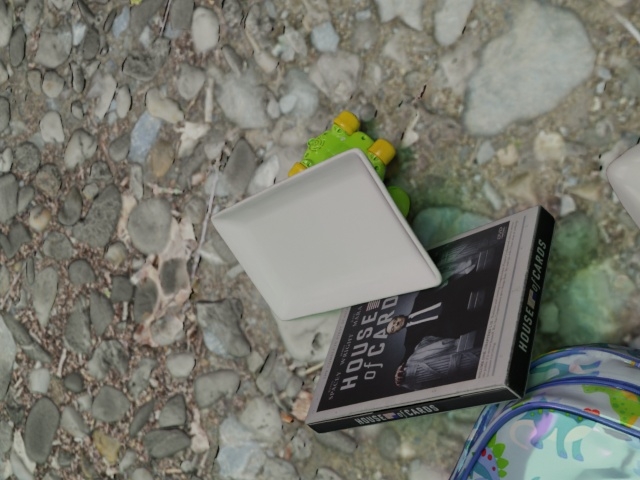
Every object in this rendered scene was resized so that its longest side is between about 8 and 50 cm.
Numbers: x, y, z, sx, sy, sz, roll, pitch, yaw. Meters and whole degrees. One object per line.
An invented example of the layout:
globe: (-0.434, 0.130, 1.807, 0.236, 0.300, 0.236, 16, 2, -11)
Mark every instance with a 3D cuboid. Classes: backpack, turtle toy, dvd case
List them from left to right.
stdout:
turtle toy: (0.036, -0.063, 0.835, 0.130, 0.066, 0.095, 41, 86, 17)
dvd case: (0.093, 0.076, 0.733, 0.239, 0.030, 0.179, -23, 37, 46)
backpack: (0.218, 0.259, 0.679, 0.290, 0.273, 0.355, 24, 85, 30)

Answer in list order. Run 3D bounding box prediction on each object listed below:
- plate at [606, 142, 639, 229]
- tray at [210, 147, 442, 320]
plate: (0.418, -0.017, 0.653, 0.278, 0.045, 0.277, -34, 77, 25)
tray: (0.000, 0.000, 0.810, 0.270, 0.030, 0.145, -19, 106, 53)
